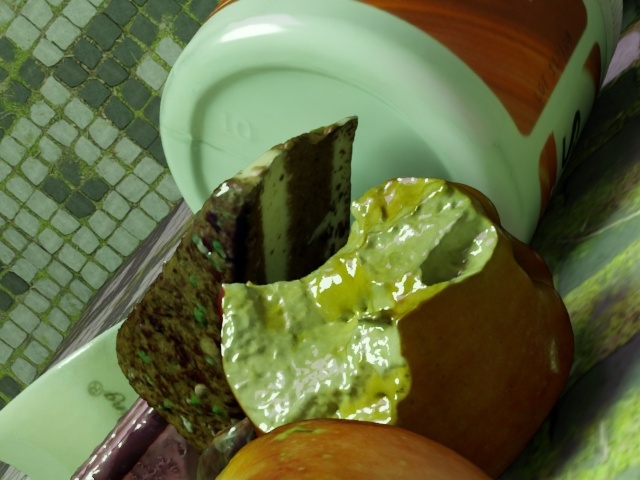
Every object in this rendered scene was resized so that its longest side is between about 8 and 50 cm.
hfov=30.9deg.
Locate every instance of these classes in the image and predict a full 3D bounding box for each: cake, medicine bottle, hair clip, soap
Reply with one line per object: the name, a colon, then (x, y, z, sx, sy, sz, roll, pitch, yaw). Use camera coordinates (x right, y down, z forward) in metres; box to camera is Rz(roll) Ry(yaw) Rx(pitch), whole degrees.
cake: (-0.058, 0.018, 0.711, 0.112, 0.135, 0.246, -39, -36, -34)
medicine bottle: (0.052, -0.106, 0.783, 0.252, 0.252, 0.241, -36, 18, 51)
hair clip: (-0.153, 0.150, 1.041, 0.282, 0.172, 0.113, -41, 0, -16)
soap: (-0.084, 0.133, 0.896, 0.289, 0.112, 0.182, -54, 12, -20)

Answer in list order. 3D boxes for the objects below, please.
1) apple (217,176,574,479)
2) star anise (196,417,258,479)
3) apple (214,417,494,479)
apple: (0.044, 0.055, 0.573, 0.158, 0.147, 0.156, -25, 21, 11)
star anise: (-0.036, 0.160, 0.682, 0.157, 0.053, 0.212, -19, -45, -56)
apple: (0.010, 0.145, 0.430, 0.163, 0.139, 0.163, -61, 6, 10)
